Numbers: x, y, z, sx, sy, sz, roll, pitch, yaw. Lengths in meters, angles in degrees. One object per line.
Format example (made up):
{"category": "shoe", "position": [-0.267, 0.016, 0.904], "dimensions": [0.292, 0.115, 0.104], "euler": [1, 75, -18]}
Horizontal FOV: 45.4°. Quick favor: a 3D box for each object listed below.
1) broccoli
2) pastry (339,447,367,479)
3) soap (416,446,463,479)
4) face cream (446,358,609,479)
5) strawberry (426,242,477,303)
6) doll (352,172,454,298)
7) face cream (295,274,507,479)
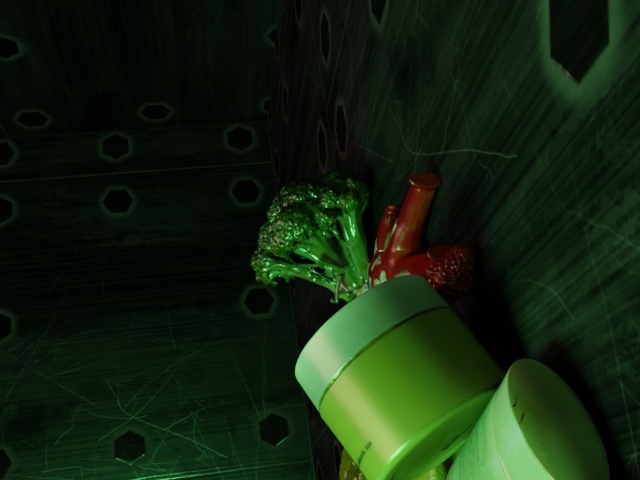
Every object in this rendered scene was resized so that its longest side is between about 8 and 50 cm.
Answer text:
{"category": "broccoli", "position": [0.000, 0.000, 1.641], "dimensions": [0.283, 0.304, 0.321], "euler": [52, 166, 10]}
{"category": "pastry", "position": [0.123, 0.475, 1.512], "dimensions": [0.240, 0.132, 0.235], "euler": [-153, 67, -71]}
{"category": "soap", "position": [0.170, 0.280, 1.184], "dimensions": [0.199, 0.091, 0.315], "euler": [106, 157, -62]}
{"category": "face cream", "position": [0.221, 0.273, 0.877], "dimensions": [0.348, 0.081, 0.173], "euler": [97, 164, -52]}
{"category": "strawberry", "position": [0.183, 0.041, 1.050], "dimensions": [0.073, 0.073, 0.083], "euler": [-127, 47, -73]}
{"category": "doll", "position": [0.133, 0.045, 1.297], "dimensions": [0.384, 0.099, 0.188], "euler": [108, 155, -60]}
{"category": "face cream", "position": [0.105, 0.181, 0.971], "dimensions": [0.179, 0.218, 0.218], "euler": [51, 154, 27]}
